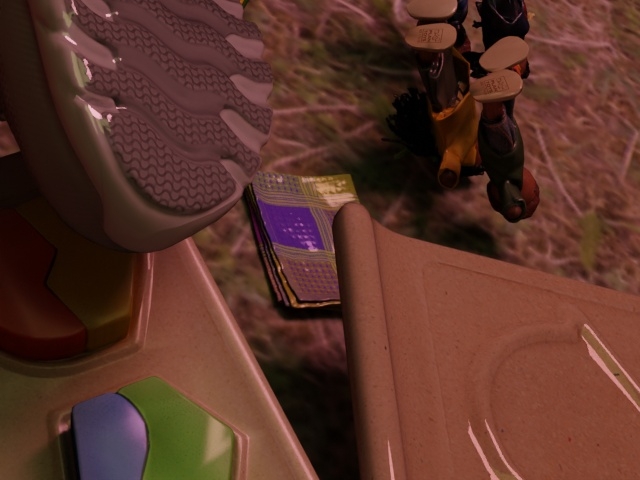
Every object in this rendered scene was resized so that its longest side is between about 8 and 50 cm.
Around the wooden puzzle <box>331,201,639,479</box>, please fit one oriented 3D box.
[{"bbox_3d":[0.154,0.160,0.645,0.348,0.080,0.322,18,42,-23],"label":"wooden puzzle"}]

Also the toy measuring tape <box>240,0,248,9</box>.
[{"bbox_3d":[-0.099,-0.094,0.725,0.121,0.121,0.330,28,51,-4],"label":"toy measuring tape"}]

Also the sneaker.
[{"bbox_3d":[-0.104,-0.079,0.621,0.105,0.115,0.281,29,23,-39],"label":"sneaker"}]

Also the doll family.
[{"bbox_3d":[0.071,-0.089,0.822,0.076,0.111,0.193,0,53,14],"label":"doll family"}]

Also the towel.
[{"bbox_3d":[0.000,0.000,0.756,0.060,0.009,0.083,5,47,-28],"label":"towel"}]

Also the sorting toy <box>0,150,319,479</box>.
[{"bbox_3d":[-0.112,0.059,0.554,0.193,0.038,0.208,-20,61,-20],"label":"sorting toy"}]
